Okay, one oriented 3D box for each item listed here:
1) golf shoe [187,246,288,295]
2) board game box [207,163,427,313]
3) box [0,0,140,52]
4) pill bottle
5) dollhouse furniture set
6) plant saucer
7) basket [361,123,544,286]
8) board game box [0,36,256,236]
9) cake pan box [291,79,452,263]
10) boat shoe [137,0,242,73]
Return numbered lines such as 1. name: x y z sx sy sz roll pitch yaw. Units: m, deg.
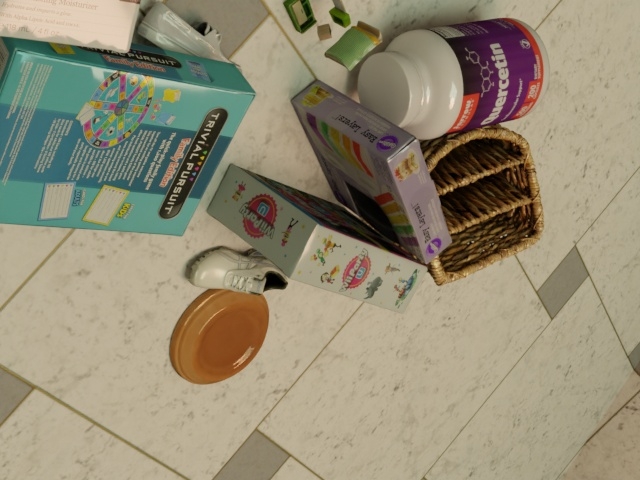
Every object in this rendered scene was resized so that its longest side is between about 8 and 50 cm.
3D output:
1. golf shoe: -0.129 0.056 1.648 0.176 0.086 0.069 -6 122 -40
2. board game box: 0.000 0.000 1.628 0.303 0.224 0.097 18 104 -49
3. box: -0.322 -0.303 1.137 0.181 0.182 0.119 -2 118 -43
4. pill bottle: 0.223 -0.271 1.694 0.323 0.181 0.182 -17 127 -37
5. dollhouse furniture set: 0.016 -0.318 1.482 0.076 0.151 0.058 -42 139 -14
6. plant saucer: -0.164 0.165 1.725 0.200 0.037 0.200 -24 130 -32
7. basket: 0.260 -0.094 1.806 0.299 0.223 0.213 -19 135 -34
8. board game box: -0.285 -0.133 1.303 0.336 0.079 0.254 4 129 -41
9. cake pan box: 0.086 -0.108 1.623 0.070 0.246 0.267 -40 139 -12
10. boat shoe: -0.171 -0.275 1.404 0.184 0.066 0.063 24 99 -40
